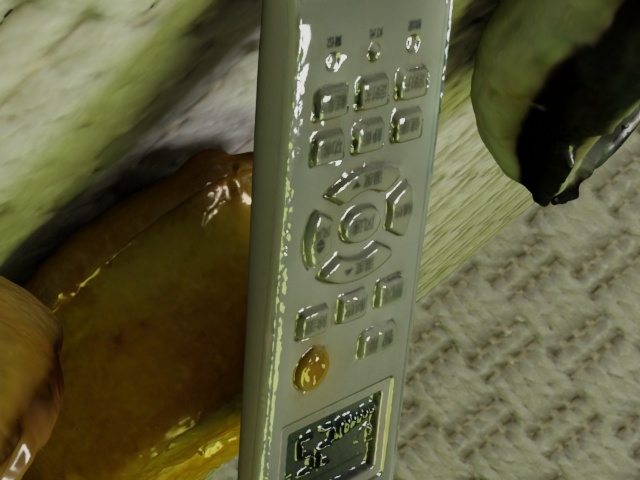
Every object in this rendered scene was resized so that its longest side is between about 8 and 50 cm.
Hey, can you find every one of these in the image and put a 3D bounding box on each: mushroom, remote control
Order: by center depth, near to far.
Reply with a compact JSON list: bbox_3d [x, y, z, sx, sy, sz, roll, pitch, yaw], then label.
[{"bbox_3d":[0.000,0.000,0.659,0.109,0.055,0.312,-19,122,-46],"label":"remote control"},{"bbox_3d":[0.202,-0.155,0.982,0.247,0.130,0.344,-55,173,-4],"label":"mushroom"}]

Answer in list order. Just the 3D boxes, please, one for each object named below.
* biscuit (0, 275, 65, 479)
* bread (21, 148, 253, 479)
[{"bbox_3d":[-0.221,0.128,0.557,0.296,0.102,0.296,-49,-168,14],"label":"biscuit"},{"bbox_3d":[-0.086,0.060,0.797,0.268,0.145,0.268,-35,167,-9],"label":"bread"}]
